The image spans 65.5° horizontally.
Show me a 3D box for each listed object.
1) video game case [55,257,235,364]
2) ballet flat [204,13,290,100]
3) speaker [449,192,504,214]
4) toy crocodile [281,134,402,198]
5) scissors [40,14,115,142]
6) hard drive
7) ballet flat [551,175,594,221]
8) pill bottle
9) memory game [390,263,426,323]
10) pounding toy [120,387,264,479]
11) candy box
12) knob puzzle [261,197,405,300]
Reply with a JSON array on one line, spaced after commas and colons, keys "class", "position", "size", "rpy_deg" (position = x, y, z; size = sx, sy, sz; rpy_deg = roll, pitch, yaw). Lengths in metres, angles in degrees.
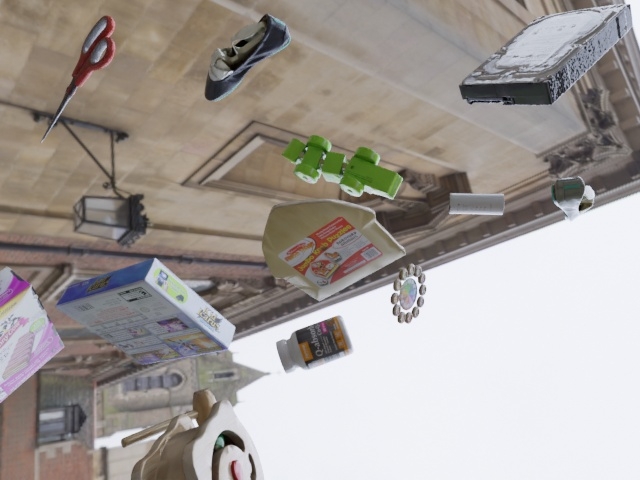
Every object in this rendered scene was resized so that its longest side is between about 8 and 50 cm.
[{"class": "video game case", "position": [-0.355, 0.157, 1.023], "size": [0.269, 0.244, 0.061], "rpy_deg": [-15, -139, 29]}, {"class": "ballet flat", "position": [-0.148, -0.328, 0.883], "size": [0.203, 0.074, 0.074], "rpy_deg": [-30, -118, 21]}, {"class": "speaker", "position": [0.404, -0.095, 1.292], "size": [0.136, 0.055, 0.055], "rpy_deg": [2, -95, 14]}, {"class": "toy crocodile", "position": [0.047, -0.187, 1.299], "size": [0.340, 0.105, 0.115], "rpy_deg": [19, -102, 18]}, {"class": "scissors", "position": [-0.492, -0.320, 0.999], "size": [0.297, 0.021, 0.109], "rpy_deg": [-36, -118, 28]}, {"class": "hard drive", "position": [0.517, -0.429, 1.154], "size": [0.339, 0.064, 0.237], "rpy_deg": [-42, -148, -18]}, {"class": "ballet flat", "position": [0.520, -0.081, 1.011], "size": [0.068, 0.213, 0.072], "rpy_deg": [-9, -101, 31]}, {"class": "pill bottle", "position": [-0.022, 0.408, 1.933], "size": [0.278, 0.162, 0.162], "rpy_deg": [-20, -118, -3]}, {"class": "memory game", "position": [0.266, 0.160, 1.485], "size": [0.012, 0.186, 0.186], "rpy_deg": [9, -89, 42]}, {"class": "pounding toy", "position": [-0.173, 0.313, 0.652], "size": [0.155, 0.269, 0.154], "rpy_deg": [-21, -87, 5]}, {"class": "candy box", "position": [-0.587, 0.180, 0.918], "size": [0.071, 0.159, 0.233], "rpy_deg": [30, -38, 15]}, {"class": "knob puzzle", "position": [0.000, 0.000, 0.733], "size": [0.213, 0.213, 0.030], "rpy_deg": [-45, -148, 34]}]
